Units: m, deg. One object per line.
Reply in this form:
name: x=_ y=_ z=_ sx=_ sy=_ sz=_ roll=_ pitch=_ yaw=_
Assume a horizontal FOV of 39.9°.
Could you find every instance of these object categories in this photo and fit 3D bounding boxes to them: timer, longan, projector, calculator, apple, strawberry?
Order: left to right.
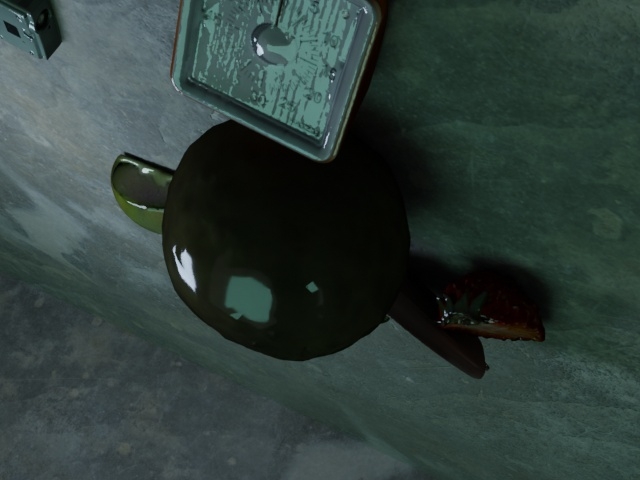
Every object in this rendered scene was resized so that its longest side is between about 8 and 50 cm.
projector: x=-0.542 y=-0.402 z=1.591 sx=0.115 sy=0.061 sz=0.147 roll=27 pitch=159 yaw=5
apple: x=-0.362 y=-0.072 z=1.982 sx=0.264 sy=0.120 sz=0.193 roll=23 pitch=151 yaw=22
timer: x=-0.047 y=-0.271 z=1.126 sx=0.257 sy=0.161 sz=0.250 roll=28 pitch=149 yaw=9
longan: x=-0.058 y=-0.016 z=1.415 sx=0.404 sy=0.404 sz=0.436 roll=37 pitch=-177 yaw=-15
calculator: x=0.199 y=0.139 z=1.676 sx=0.329 sy=0.048 sz=0.220 roll=39 pitch=-164 yaw=-5
strawberry: x=0.315 y=0.115 z=1.575 sx=0.190 sy=0.111 sz=0.236 roll=-8 pitch=161 yaw=42

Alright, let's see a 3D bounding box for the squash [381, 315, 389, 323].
squash: x=0.050 y=0.078 z=1.786 sx=0.292 sy=0.082 sz=0.082 roll=36 pitch=167 yaw=42
